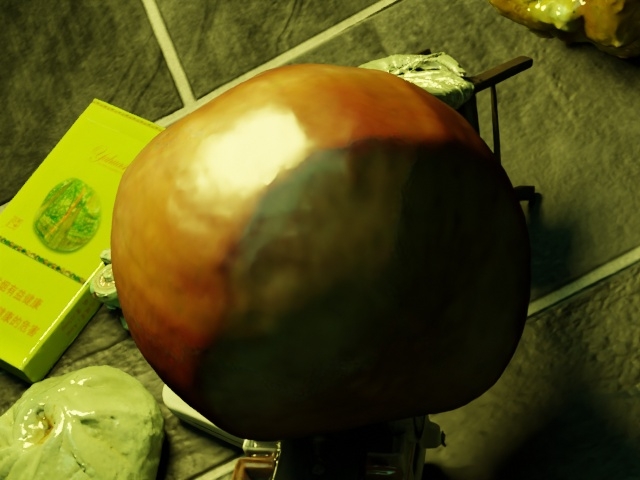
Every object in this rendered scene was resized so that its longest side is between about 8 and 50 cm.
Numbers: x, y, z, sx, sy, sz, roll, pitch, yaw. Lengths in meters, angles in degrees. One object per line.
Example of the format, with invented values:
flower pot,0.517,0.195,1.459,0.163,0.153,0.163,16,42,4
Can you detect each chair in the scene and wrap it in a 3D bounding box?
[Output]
chair,0.086,-0.095,1.880,0.160,0.186,0.319,6,15,29

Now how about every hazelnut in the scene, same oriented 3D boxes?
hazelnut,0.004,0.003,1.630,0.366,0.366,0.365,-13,51,17

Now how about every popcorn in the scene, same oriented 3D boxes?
popcorn,0.278,-0.324,2.012,0.282,0.282,0.247,17,80,34

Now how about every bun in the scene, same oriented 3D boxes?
bun,-0.256,0.211,1.962,0.195,0.118,0.195,-14,47,15

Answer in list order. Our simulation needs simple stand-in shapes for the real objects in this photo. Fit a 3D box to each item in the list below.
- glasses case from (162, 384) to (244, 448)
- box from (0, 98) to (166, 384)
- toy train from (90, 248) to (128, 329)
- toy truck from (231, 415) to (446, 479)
glasses case,-0.080,0.171,1.949,0.193,0.049,0.074,20,66,37
box,-0.291,-0.005,2.187,0.187,0.047,0.335,24,69,37
toy train,-0.158,0.040,2.069,0.194,0.080,0.125,9,54,33
toy truck,0.002,0.292,1.716,0.173,0.207,0.387,2,49,14
